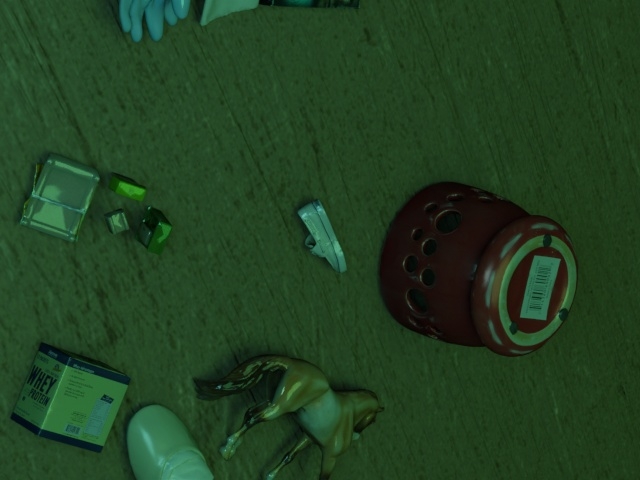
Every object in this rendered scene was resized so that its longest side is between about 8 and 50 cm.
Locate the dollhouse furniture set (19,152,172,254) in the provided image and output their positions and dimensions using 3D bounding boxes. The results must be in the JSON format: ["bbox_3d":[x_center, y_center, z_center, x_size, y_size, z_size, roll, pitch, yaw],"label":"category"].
[{"bbox_3d":[-0.224,-0.034,1.552,0.151,0.058,0.076,20,97,-24],"label":"dollhouse furniture set"}]

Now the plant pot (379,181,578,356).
[{"bbox_3d":[0.192,0.038,1.843,0.191,0.174,0.191,-12,110,-36],"label":"plant pot"}]

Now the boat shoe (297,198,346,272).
[{"bbox_3d":[0.000,0.000,1.758,0.035,0.035,0.100,-25,127,-3],"label":"boat shoe"}]

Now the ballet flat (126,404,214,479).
[{"bbox_3d":[-0.137,0.287,1.687,0.086,0.086,0.248,-35,123,-29],"label":"ballet flat"}]

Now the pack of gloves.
[{"bbox_3d":[-0.100,-0.293,1.499,0.195,0.046,0.232,-24,141,-39],"label":"pack of gloves"}]

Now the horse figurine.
[{"bbox_3d":[-0.029,0.202,1.769,0.174,0.066,0.263,-52,133,-10],"label":"horse figurine"}]

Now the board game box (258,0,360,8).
[{"bbox_3d":[-0.003,-0.340,1.652,0.126,0.026,0.186,-6,107,-40],"label":"board game box"}]

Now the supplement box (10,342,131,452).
[{"bbox_3d":[-0.250,0.158,1.564,0.083,0.056,0.083,25,86,-43],"label":"supplement box"}]
